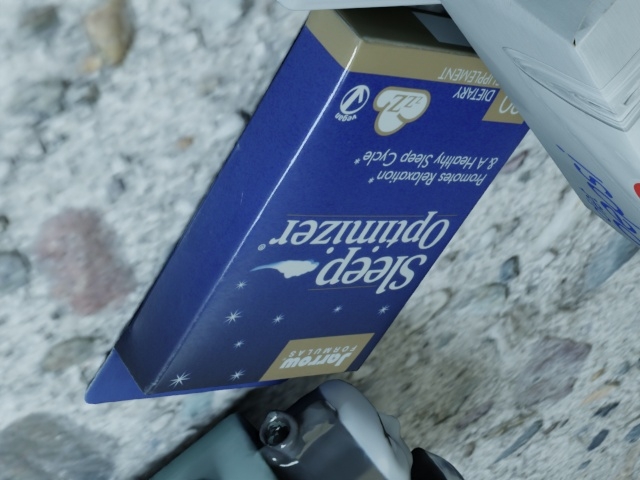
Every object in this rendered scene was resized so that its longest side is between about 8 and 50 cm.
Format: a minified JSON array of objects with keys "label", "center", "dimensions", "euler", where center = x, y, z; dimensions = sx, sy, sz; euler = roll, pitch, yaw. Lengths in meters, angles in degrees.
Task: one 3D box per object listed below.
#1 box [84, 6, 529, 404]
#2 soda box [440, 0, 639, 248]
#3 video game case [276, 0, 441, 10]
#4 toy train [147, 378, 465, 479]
[{"label":"box","center":[0.000,0.000,0.614],"dimensions":[0.136,0.036,0.225],"euler":[-1,134,-46]},{"label":"soda box","center":[0.130,-0.067,0.542],"dimensions":[0.091,0.098,0.286],"euler":[-49,149,1]},{"label":"video game case","center":[0.097,-0.169,0.503],"dimensions":[0.212,0.023,0.193],"euler":[-10,139,-39]},{"label":"toy train","center":[-0.072,0.207,0.723],"dimensions":[0.334,0.142,0.190],"euler":[-37,139,-1]}]
